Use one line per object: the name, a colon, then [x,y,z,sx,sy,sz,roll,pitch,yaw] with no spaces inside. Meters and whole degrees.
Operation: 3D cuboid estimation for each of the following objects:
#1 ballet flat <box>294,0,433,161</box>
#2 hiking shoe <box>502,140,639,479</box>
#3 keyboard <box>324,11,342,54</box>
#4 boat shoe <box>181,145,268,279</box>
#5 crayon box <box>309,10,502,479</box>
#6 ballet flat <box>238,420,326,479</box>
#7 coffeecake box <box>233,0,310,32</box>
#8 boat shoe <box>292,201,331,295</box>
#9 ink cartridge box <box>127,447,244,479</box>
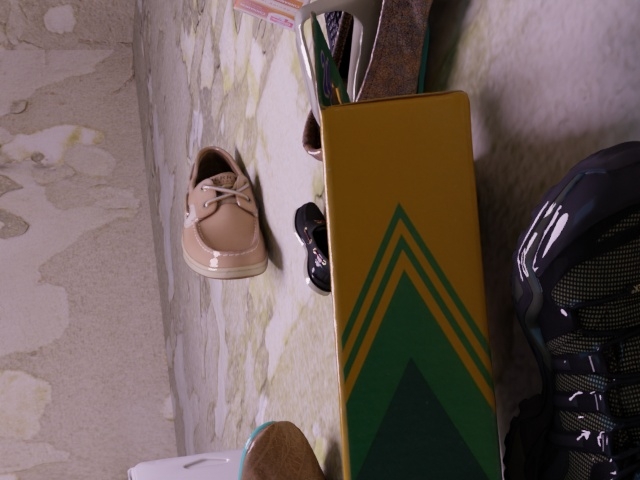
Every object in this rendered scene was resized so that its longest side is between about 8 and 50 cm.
ballet flat: [0.037,-0.187,0.620,0.107,0.106,0.315,-112,24,-54]
hiking shoe: [0.147,0.067,0.384,0.114,0.086,0.226,-129,28,-53]
keyboard: [0.025,-0.196,0.789,0.108,0.023,0.180,114,151,-57]
boat shoe: [-0.155,-0.048,1.275,0.341,0.122,0.110,-123,32,-60]
crayon box: [0.058,0.044,0.517,0.203,0.083,0.322,35,-130,-80]
ballet flat: [-0.030,0.375,1.013,0.124,0.116,0.342,34,130,44]
coffeecake box: [-0.010,-0.295,0.737,0.185,0.068,0.142,132,156,-68]
boat shoe: [0.002,0.001,0.906,0.042,0.049,0.133,-50,32,27]
ink cartridge box: [-0.158,0.481,1.237,0.129,0.223,0.307,-146,53,-68]
